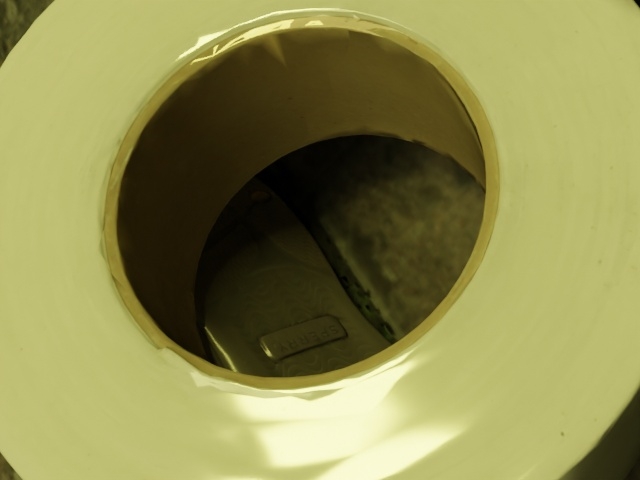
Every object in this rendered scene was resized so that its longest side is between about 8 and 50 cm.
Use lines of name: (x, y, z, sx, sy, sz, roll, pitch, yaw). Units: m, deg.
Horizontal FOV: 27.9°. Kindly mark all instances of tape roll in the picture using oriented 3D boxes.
tape roll: (0.000, 0.000, 0.506, 0.286, 0.100, 0.286, -5, 67, 12)

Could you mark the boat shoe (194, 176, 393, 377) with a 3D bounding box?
boat shoe: (-0.008, 0.116, 0.613, 0.355, 0.132, 0.130, 55, 134, 27)
